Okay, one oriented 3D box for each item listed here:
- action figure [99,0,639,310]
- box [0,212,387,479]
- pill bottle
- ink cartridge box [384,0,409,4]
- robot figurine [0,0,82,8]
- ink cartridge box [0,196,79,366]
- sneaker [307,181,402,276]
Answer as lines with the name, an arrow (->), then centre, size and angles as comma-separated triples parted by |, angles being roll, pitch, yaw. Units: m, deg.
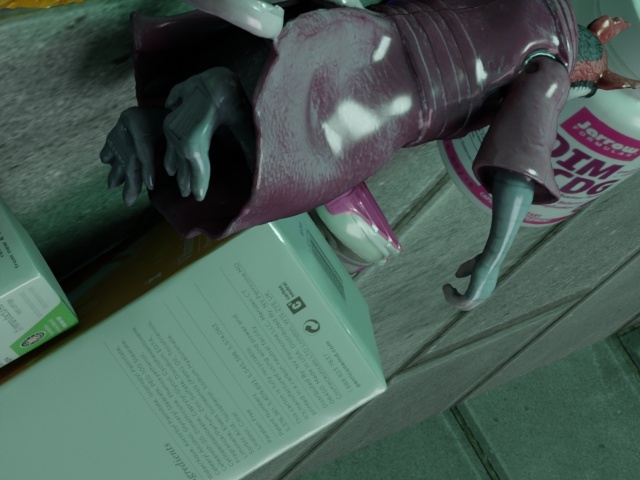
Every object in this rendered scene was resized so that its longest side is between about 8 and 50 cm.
action figure -> 0.046, -0.119, 1.237 | 0.370, 0.248, 0.275 | -15, 129, -21
box -> -0.141, 0.108, 1.520 | 0.345, 0.168, 0.215 | -33, -165, 6
pill bottle -> 0.225, -0.131, 1.550 | 0.160, 0.160, 0.283 | -22, 170, -32
ink cartridge box -> 0.029, -0.123, 1.471 | 0.206, 0.045, 0.208 | -37, 165, 20
robot figurine -> -0.165, -0.168, 0.842 | 0.211, 0.085, 0.291 | -38, 165, 27
ink cartridge box -> -0.297, 0.060, 1.342 | 0.219, 0.092, 0.160 | -30, 166, -5
sneaker -> 0.000, 0.000, 1.707 | 0.111, 0.103, 0.252 | -28, 169, -6
